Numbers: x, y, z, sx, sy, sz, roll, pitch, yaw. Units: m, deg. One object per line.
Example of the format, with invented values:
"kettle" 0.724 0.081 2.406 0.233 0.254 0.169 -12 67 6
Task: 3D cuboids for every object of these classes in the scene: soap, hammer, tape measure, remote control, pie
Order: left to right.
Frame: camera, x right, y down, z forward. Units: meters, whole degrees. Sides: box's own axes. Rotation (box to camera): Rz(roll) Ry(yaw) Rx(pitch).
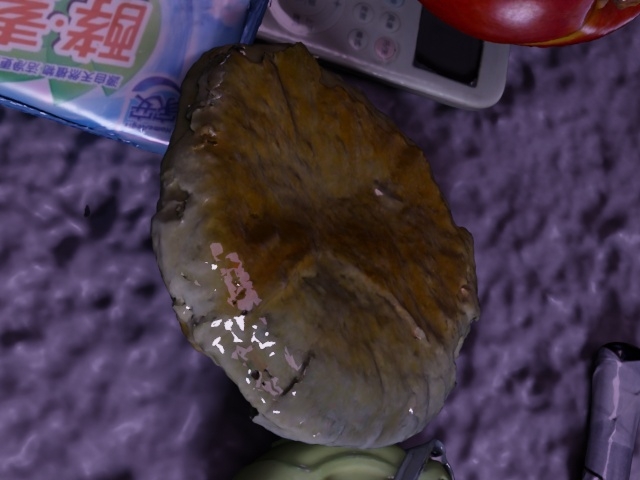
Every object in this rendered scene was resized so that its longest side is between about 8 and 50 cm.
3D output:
"soap" -0.177 -0.157 0.893 0.293 0.077 0.156 17 92 -17
"pie" 0.000 0.000 0.887 0.306 0.071 0.306 34 43 -38
"remote control" 0.002 -0.172 1.014 0.309 0.038 0.090 16 71 -18
"tape measure" 0.015 0.209 0.880 0.175 0.106 0.200 25 66 -19
"hammer" 0.196 0.279 0.976 0.152 0.044 0.427 22 68 -15

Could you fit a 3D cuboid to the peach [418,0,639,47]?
"peach" 0.118 -0.271 0.993 0.258 0.201 0.362 -33 59 -29
